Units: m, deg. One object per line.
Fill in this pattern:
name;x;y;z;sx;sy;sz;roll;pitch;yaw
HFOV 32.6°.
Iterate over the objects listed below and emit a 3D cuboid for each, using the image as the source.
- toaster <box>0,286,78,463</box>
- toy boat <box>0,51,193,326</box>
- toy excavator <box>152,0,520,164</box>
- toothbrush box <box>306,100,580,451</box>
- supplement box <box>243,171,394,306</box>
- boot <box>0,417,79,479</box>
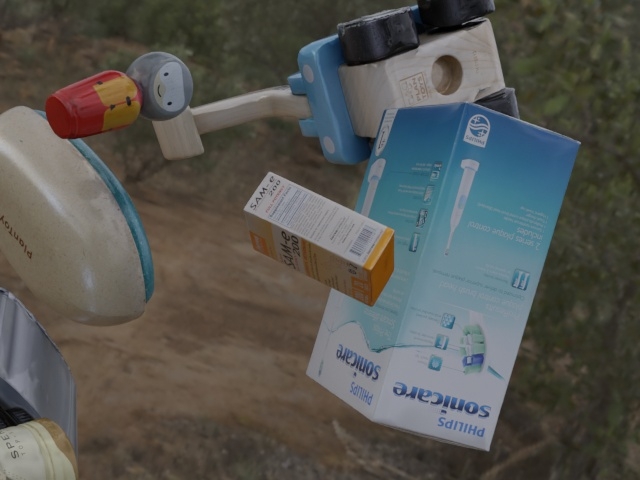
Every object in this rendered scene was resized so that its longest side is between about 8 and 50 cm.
toaster;-0.318;0.148;1.042;0.129;0.227;0.146;-20;38;7
toy boat;-0.233;-0.062;1.124;0.148;0.318;0.267;-26;70;-40
toy excavator;0.010;-0.217;1.651;0.432;0.223;0.445;-25;17;-27
toothbrush box;0.108;0.027;1.058;0.126;0.296;0.216;18;-2;-17
supplement box;0.000;0.000;0.750;0.098;0.036;0.062;26;-23;16
boot;-0.275;0.263;0.752;0.203;0.262;0.095;-3;15;-41
